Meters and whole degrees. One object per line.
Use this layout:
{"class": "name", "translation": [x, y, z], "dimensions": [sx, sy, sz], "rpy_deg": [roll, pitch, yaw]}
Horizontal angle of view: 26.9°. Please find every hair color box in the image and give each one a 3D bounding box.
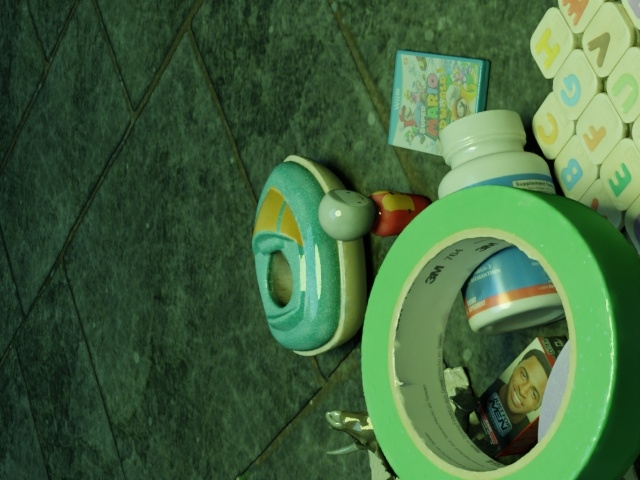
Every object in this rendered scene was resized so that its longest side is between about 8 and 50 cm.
{"class": "hair color box", "translation": [0.228, 0.171, 1.462], "dimensions": [0.141, 0.043, 0.072], "rpy_deg": [-55, 47, 42]}

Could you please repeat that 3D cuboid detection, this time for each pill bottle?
{"class": "pill bottle", "translation": [0.195, -0.020, 1.431], "dimensions": [0.124, 0.124, 0.221], "rpy_deg": [-34, 63, 52]}

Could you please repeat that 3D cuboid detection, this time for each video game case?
{"class": "video game case", "translation": [0.140, -0.163, 1.607], "dimensions": [0.166, 0.015, 0.119], "rpy_deg": [19, 108, 55]}

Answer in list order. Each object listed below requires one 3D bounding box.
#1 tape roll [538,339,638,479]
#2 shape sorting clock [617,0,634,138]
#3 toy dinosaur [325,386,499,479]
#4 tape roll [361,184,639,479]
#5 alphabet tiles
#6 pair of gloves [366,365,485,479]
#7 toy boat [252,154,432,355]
{"class": "tape roll", "translation": [0.331, 0.183, 1.222], "dimensions": [0.275, 0.090, 0.275], "rpy_deg": [-11, 76, 50]}
{"class": "shape sorting clock", "translation": [0.342, -0.167, 1.275], "dimensions": [0.206, 0.040, 0.206], "rpy_deg": [4, 94, 57]}
{"class": "toy dinosaur", "translation": [0.144, 0.269, 1.503], "dimensions": [0.313, 0.121, 0.160], "rpy_deg": [47, 153, 23]}
{"class": "tape roll", "translation": [0.174, 0.109, 1.287], "dimensions": [0.321, 0.077, 0.321], "rpy_deg": [-8, 80, 49]}
{"class": "alphabet tiles", "translation": [0.294, -0.131, 1.314], "dimensions": [0.284, 0.021, 0.278], "rpy_deg": [67, 152, 25]}
{"class": "pair of gloves", "translation": [0.127, 0.272, 1.623], "dimensions": [0.240, 0.042, 0.204], "rpy_deg": [-35, 62, 51]}
{"class": "toy boat", "translation": [0.000, 0.000, 1.707], "dimensions": [0.318, 0.148, 0.267], "rpy_deg": [-29, 68, 54]}
